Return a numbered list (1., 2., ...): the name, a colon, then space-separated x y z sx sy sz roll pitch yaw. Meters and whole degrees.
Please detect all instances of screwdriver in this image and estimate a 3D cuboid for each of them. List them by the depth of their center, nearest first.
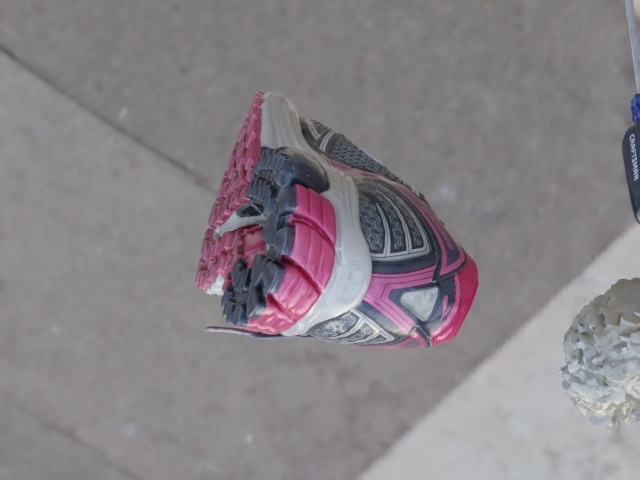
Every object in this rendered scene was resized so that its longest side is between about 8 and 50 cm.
1. screwdriver: 0.144 -0.075 0.873 0.024 0.170 0.025 5 145 -5

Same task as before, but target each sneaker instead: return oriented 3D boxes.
1. sneaker: 0.000 0.000 1.075 0.112 0.299 0.121 17 102 -12

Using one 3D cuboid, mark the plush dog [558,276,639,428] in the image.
1. plush dog: 0.302 0.135 1.196 0.262 0.210 0.225 -17 120 -8
